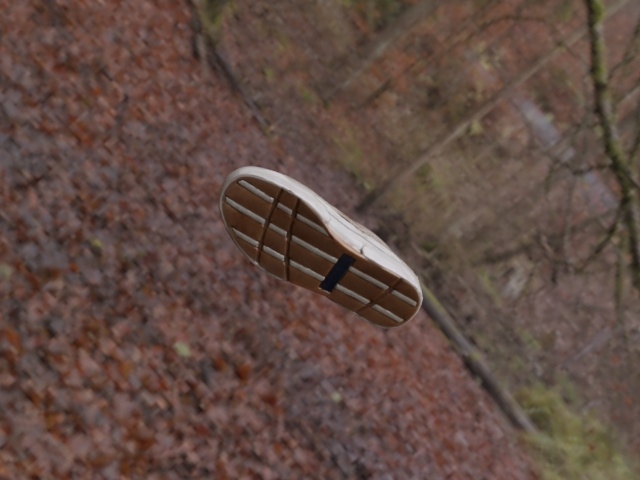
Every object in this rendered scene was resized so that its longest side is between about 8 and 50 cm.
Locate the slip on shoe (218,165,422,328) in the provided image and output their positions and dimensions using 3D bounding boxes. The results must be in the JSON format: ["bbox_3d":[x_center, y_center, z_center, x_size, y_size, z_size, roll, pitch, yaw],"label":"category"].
[{"bbox_3d":[0.000,0.000,0.597,0.135,0.051,0.041,30,23,-21],"label":"slip on shoe"}]
